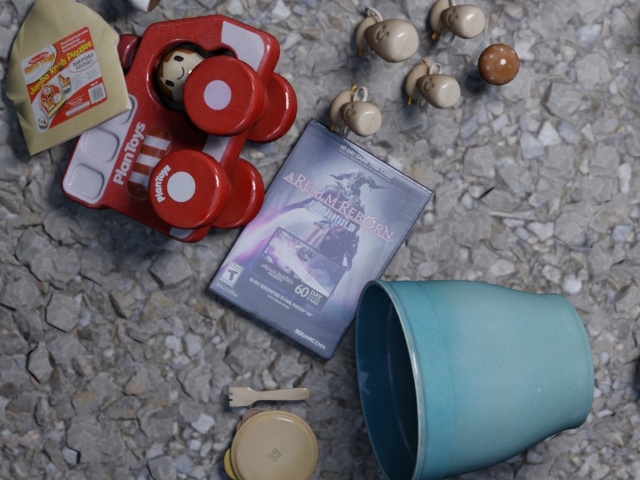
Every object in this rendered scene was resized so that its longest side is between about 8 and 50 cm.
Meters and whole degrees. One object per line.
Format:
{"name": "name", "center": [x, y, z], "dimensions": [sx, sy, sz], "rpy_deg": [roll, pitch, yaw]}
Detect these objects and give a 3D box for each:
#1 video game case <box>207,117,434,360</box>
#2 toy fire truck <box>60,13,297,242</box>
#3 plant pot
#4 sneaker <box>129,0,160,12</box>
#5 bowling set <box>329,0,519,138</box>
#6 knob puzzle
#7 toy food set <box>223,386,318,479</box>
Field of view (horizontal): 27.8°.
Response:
{"name": "video game case", "center": [0.000, 0.000, 1.758], "dimensions": [0.196, 0.026, 0.274], "rpy_deg": [31, 99, -4]}
{"name": "toy fire truck", "center": [-0.189, -0.154, 1.679], "dimensions": [0.254, 0.169, 0.302], "rpy_deg": [24, 98, 16]}
{"name": "plant pot", "center": [0.203, 0.170, 1.678], "dimensions": [0.255, 0.272, 0.271], "rpy_deg": [-7, 99, -14]}
{"name": "sneaker", "center": [-0.225, -0.440, 1.659], "dimensions": [0.123, 0.106, 0.290], "rpy_deg": [14, 88, 2]}
{"name": "bowling set", "center": [0.141, -0.241, 1.678], "dimensions": [0.200, 0.154, 0.287], "rpy_deg": [21, 98, -21]}
{"name": "knob puzzle", "center": [-0.335, -0.230, 1.699], "dimensions": [0.213, 0.030, 0.213], "rpy_deg": [0, 89, 29]}
{"name": "toy food set", "center": [-0.069, 0.296, 1.804], "dimensions": [0.132, 0.038, 0.192], "rpy_deg": [-1, 94, -6]}
